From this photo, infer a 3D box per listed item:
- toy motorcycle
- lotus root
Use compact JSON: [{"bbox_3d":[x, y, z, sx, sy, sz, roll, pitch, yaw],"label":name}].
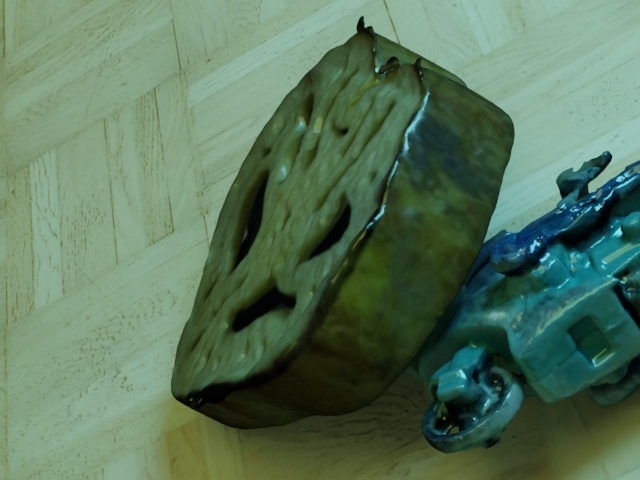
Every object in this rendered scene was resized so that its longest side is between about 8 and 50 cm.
[{"bbox_3d":[0.172,0.046,1.082,0.260,0.154,0.206,-36,22,5],"label":"toy motorcycle"},{"bbox_3d":[0.000,0.000,1.207,0.375,0.111,0.390,-49,23,19],"label":"lotus root"}]
